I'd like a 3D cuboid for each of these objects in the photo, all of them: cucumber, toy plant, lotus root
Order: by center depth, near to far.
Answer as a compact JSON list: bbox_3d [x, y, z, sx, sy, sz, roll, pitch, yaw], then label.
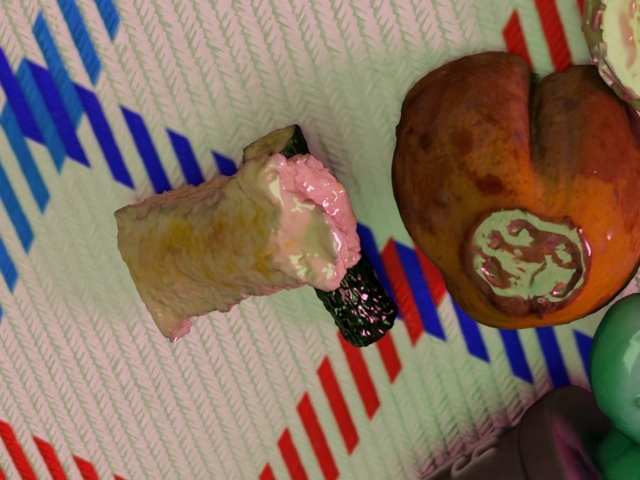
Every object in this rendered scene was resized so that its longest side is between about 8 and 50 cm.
[{"bbox_3d":[0.145,-0.032,0.822,0.188,0.180,0.199,-27,105,20],"label":"lotus root"},{"bbox_3d":[0.243,0.174,0.879,0.400,0.185,0.279,-36,107,25],"label":"toy plant"},{"bbox_3d":[-0.001,0.000,0.916,0.058,0.058,0.187,-25,106,16],"label":"cucumber"}]

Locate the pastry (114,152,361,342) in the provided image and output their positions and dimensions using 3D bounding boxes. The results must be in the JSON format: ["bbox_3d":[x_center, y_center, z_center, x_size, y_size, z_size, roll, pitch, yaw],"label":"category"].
[{"bbox_3d":[-0.065,-0.004,0.856,0.258,0.089,0.121,-21,110,48],"label":"pastry"}]

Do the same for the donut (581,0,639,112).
[{"bbox_3d":[0.268,-0.165,0.803,0.175,0.068,0.174,1,105,5],"label":"donut"}]
